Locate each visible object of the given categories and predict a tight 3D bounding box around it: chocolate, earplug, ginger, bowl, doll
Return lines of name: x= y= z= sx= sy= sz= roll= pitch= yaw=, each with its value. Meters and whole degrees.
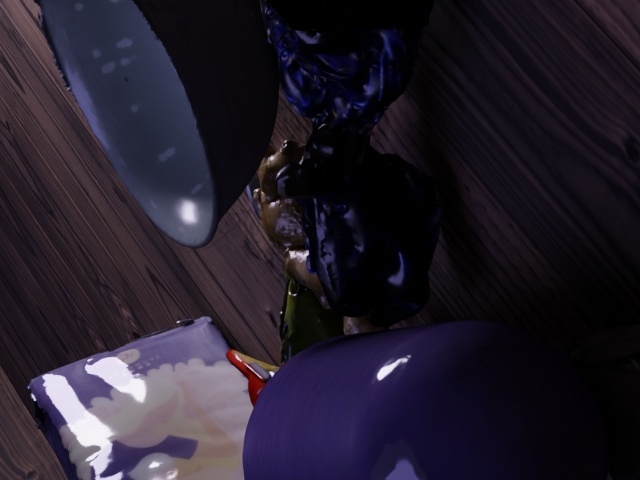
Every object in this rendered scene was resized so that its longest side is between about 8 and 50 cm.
chocolate: x=0.022 y=-0.062 z=1.299 sx=0.126 sy=0.148 sz=0.343 roll=29 pitch=143 yaw=33
earplug: x=0.074 y=0.156 z=1.275 sx=0.215 sy=0.215 sz=0.456 roll=61 pitch=168 yaw=3
ginger: x=0.000 y=0.000 z=1.585 sx=0.176 sy=0.052 sz=0.193 roll=8 pitch=111 yaw=62
bowl: x=-0.115 y=-0.162 z=1.518 sx=0.313 sy=0.146 sz=0.313 roll=51 pitch=159 yaw=28
doll: x=-0.042 y=0.172 z=1.899 sx=0.109 sy=0.057 sz=0.169 roll=47 pitch=176 yaw=-20

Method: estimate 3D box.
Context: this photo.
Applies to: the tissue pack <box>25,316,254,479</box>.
tissue pack: x=-0.163 y=0.251 z=1.986 sx=0.344 sy=0.242 sz=0.125 roll=-128 pitch=25 yaw=-48

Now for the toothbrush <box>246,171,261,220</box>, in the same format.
toothbrush: x=-0.104 y=-0.141 z=1.705 sx=0.269 sy=0.021 sz=0.027 roll=66 pitch=166 yaw=-13

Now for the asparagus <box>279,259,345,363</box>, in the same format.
asparagus: x=0.040 y=0.191 z=1.651 sx=0.382 sy=0.108 sz=0.128 roll=61 pitch=145 yaw=11

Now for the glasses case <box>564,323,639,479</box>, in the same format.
glasses case: x=0.257 y=0.201 z=1.185 sx=0.299 sy=0.060 sz=0.114 roll=64 pitch=163 yaw=-6
